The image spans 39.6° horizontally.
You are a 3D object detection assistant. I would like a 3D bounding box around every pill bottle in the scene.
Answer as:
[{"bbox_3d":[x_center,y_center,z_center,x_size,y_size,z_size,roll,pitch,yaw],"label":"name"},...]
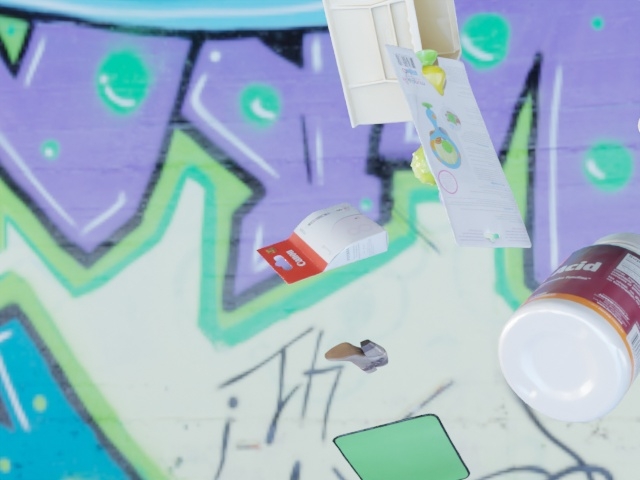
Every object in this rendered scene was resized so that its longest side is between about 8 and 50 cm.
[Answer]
[{"bbox_3d":[0.498,0.137,1.602,0.224,0.224,0.392,-3,-162,38],"label":"pill bottle"}]

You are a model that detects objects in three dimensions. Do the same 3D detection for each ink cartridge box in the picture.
[{"bbox_3d":[0.000,0.000,1.890,0.232,0.066,0.189,-14,-152,-21],"label":"ink cartridge box"}]

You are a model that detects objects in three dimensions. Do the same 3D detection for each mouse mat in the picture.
[{"bbox_3d":[0.117,0.306,1.252,0.152,0.007,0.189,-17,133,14],"label":"mouse mat"}]

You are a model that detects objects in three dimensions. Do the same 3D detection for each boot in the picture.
[{"bbox_3d":[0.079,0.244,1.828,0.118,0.042,0.087,-17,133,20],"label":"boot"}]

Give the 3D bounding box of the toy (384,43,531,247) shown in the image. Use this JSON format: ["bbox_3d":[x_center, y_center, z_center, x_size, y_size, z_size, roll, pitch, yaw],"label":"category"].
[{"bbox_3d":[0.137,-0.094,0.973,0.137,0.237,0.056,1,158,-44],"label":"toy"}]

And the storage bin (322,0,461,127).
[{"bbox_3d":[0.107,-0.333,1.270,0.123,0.260,0.262,-2,-147,20],"label":"storage bin"}]

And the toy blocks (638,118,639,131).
[{"bbox_3d":[0.664,-0.180,1.682,0.123,0.054,0.148,47,-167,25],"label":"toy blocks"}]
